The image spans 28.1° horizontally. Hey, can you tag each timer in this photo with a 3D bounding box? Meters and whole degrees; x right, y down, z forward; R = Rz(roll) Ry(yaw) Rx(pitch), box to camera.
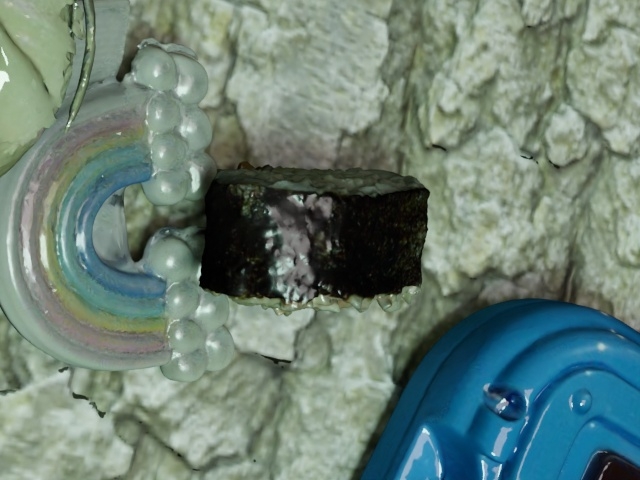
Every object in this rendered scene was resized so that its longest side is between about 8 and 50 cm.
[{"bbox_3d":[0.152,0.225,0.803,0.309,0.115,0.340,32,80,-25],"label":"timer"}]

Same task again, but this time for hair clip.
[{"bbox_3d":[-0.115,-0.022,0.669,0.140,0.054,0.220,-15,105,-41],"label":"hair clip"}]

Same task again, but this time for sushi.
[{"bbox_3d":[0.000,0.000,0.695,0.150,0.090,0.078,-3,102,-55],"label":"sushi"}]

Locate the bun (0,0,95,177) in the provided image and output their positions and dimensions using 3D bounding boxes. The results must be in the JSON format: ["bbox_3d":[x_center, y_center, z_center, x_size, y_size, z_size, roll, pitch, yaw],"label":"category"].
[{"bbox_3d":[-0.204,-0.114,0.530,0.239,0.141,0.239,9,71,-27],"label":"bun"}]
